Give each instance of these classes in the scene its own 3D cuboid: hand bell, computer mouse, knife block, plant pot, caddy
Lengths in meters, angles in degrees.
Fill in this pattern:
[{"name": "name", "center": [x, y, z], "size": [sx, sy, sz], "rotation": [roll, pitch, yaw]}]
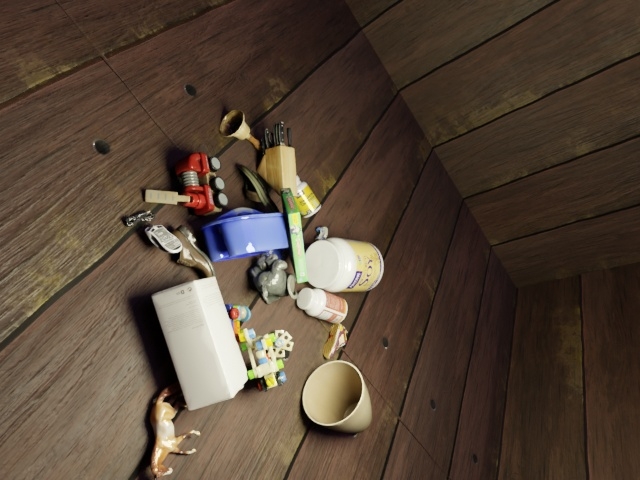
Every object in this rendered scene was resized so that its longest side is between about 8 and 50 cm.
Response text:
[{"name": "hand bell", "center": [-0.302, -0.442, 1.983], "size": [0.242, 0.126, 0.126], "rotation": [33, 50, -53]}, {"name": "computer mouse", "center": [-0.536, -0.018, 1.508], "size": [0.193, 0.042, 0.106], "rotation": [43, 34, 7]}, {"name": "knife block", "center": [-0.158, -0.350, 1.957], "size": [0.088, 0.242, 0.276], "rotation": [-1, 41, -49]}, {"name": "plant pot", "center": [0.100, 0.664, 1.860], "size": [0.274, 0.256, 0.256], "rotation": [57, 37, -41]}, {"name": "caddy", "center": [-0.275, -0.034, 1.704], "size": [0.341, 0.241, 0.179], "rotation": [-8, 86, -51]}]

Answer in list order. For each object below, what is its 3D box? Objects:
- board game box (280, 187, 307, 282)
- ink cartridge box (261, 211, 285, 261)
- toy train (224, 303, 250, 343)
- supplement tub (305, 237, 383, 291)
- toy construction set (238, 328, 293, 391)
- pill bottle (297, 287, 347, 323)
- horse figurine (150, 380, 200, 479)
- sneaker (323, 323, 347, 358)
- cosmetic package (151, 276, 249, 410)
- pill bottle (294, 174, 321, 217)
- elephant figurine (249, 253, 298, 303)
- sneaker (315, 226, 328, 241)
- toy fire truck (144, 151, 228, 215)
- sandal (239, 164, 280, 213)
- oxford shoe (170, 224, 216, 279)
[{"name": "board game box", "center": [-0.106, -0.021, 1.829], "size": [0.213, 0.046, 0.317], "rotation": [-114, -164, -55]}, {"name": "ink cartridge box", "center": [-0.192, -0.016, 1.945], "size": [0.097, 0.046, 0.207], "rotation": [26, 56, -40]}, {"name": "toy train", "center": [-0.305, 0.348, 1.626], "size": [0.143, 0.105, 0.248], "rotation": [13, 73, -65]}, {"name": "supplement tub", "center": [0.105, 0.111, 2.072], "size": [0.331, 0.241, 0.241], "rotation": [6, 69, -51]}, {"name": "toy construction set", "center": [-0.188, 0.414, 1.642], "size": [0.327, 0.151, 0.215], "rotation": [38, 30, -76]}, {"name": "pill bottle", "center": [0.006, 0.277, 1.987], "size": [0.216, 0.121, 0.121], "rotation": [28, 54, -40]}, {"name": "horse figurine", "center": [-0.445, 0.552, 1.382], "size": [0.174, 0.066, 0.263], "rotation": [8, 69, -53]}, {"name": "sneaker", "center": [0.075, 0.452, 2.032], "size": [0.084, 0.069, 0.185], "rotation": [44, 46, -21]}, {"name": "cosmetic package", "center": [-0.369, 0.311, 1.451], "size": [0.197, 0.155, 0.366], "rotation": [15, 57, -84]}, {"name": "pill bottle", "center": [-0.086, -0.202, 2.105], "size": [0.184, 0.103, 0.103], "rotation": [55, 41, -17]}, {"name": "elephant figurine", "center": [-0.157, 0.176, 1.831], "size": [0.186, 0.169, 0.239], "rotation": [-52, 134, -16]}, {"name": "sneaker", "center": [0.000, 0.000, 2.168], "size": [0.058, 0.052, 0.135], "rotation": [8, 70, -29]}, {"name": "toy fire truck", "center": [-0.478, -0.198, 1.633], "size": [0.246, 0.158, 0.217], "rotation": [4, 71, -60]}, {"name": "sandal", "center": [-0.258, -0.181, 1.895], "size": [0.303, 0.086, 0.120], "rotation": [60, 8, 7]}, {"name": "oxford shoe", "center": [-0.449, 0.065, 1.596], "size": [0.096, 0.083, 0.227], "rotation": [-45, 107, -32]}]
